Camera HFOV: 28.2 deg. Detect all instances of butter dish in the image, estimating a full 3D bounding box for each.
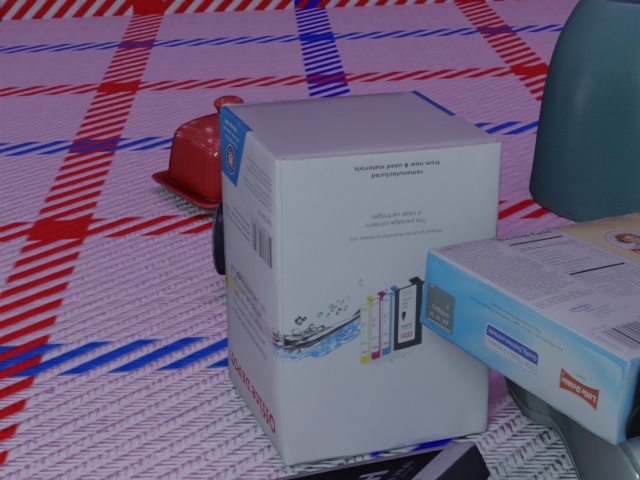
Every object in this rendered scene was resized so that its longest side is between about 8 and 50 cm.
[{"bbox_3d":[-0.104,-0.112,1.495,0.160,0.118,0.160,-14,23,-29],"label":"butter dish"}]

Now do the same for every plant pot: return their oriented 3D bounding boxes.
[{"bbox_3d":[0.385,-0.165,1.431,0.293,0.235,0.293,-2,21,1],"label":"plant pot"}]

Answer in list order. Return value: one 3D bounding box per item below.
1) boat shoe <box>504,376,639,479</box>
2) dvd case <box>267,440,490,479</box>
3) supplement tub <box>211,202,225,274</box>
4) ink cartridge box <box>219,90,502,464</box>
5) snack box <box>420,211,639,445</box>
[{"bbox_3d":[0.206,0.108,0.891,0.091,0.114,0.302,-10,22,-6],"label":"boat shoe"},{"bbox_3d":[-0.045,0.178,0.706,0.239,0.029,0.179,-20,5,38],"label":"dvd case"},{"bbox_3d":[0.000,0.000,1.207,0.198,0.106,0.106,2,21,9],"label":"supplement tub"},{"bbox_3d":[0.025,0.022,0.967,0.168,0.232,0.171,-6,21,-17],"label":"ink cartridge box"},{"bbox_3d":[0.251,0.038,0.854,0.322,0.060,0.187,-9,24,-31],"label":"snack box"}]
